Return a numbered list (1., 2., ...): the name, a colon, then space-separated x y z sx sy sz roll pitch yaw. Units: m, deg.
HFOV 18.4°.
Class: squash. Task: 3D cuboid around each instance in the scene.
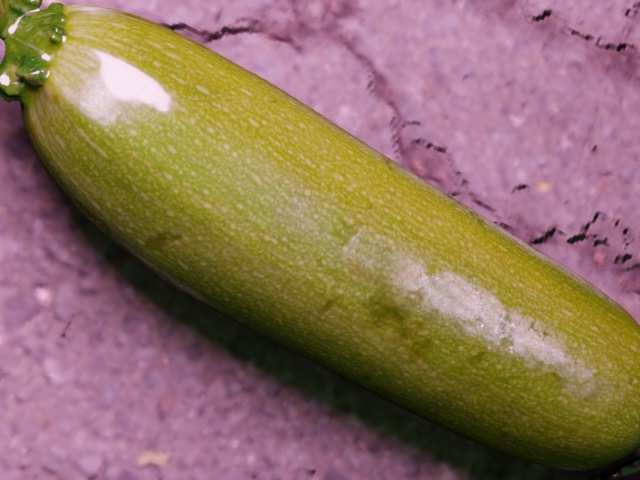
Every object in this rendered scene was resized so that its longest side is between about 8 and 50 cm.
1. squash: 0.000 0.000 0.864 0.378 0.101 0.101 32 82 -20

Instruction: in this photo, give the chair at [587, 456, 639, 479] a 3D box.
1. chair: 0.163 0.176 0.898 0.221 0.145 0.140 -30 111 -19
